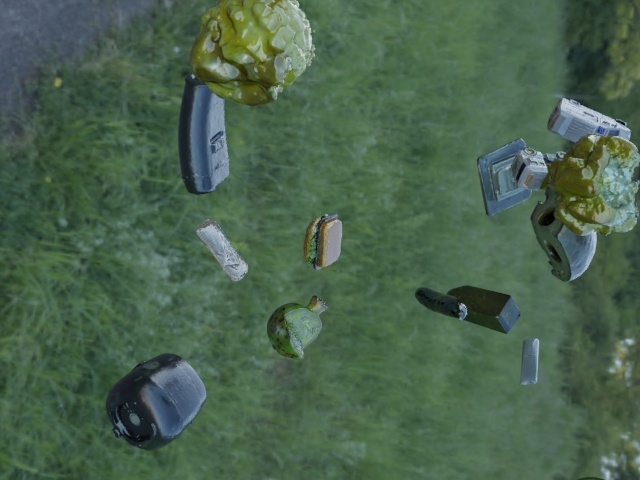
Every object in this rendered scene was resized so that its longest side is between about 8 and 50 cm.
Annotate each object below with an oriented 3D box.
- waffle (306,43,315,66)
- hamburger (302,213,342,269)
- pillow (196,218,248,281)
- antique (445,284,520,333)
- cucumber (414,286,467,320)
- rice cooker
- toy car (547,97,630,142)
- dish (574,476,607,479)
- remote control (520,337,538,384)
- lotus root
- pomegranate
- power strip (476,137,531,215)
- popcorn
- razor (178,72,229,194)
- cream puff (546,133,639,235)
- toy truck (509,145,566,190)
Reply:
[{"bbox_3d":[-0.106,-0.581,2.221,0.038,0.191,0.191,45,52,-61],"label":"waffle"},{"bbox_3d":[0.000,0.000,2.103,0.137,0.087,0.166,-23,124,-58],"label":"hamburger"},{"bbox_3d":[-0.303,0.030,2.188,0.211,0.034,0.135,53,21,-9],"label":"pillow"},{"bbox_3d":[0.448,0.189,2.005,0.081,0.221,0.080,-49,125,-21],"label":"antique"},{"bbox_3d":[0.291,0.151,1.700,0.284,0.056,0.056,-156,-107,-76],"label":"cucumber"},{"bbox_3d":[-0.492,0.482,2.088,0.224,0.267,0.267,-42,142,-55],"label":"rice cooker"},{"bbox_3d":[0.686,-0.281,1.798,0.089,0.209,0.108,-67,174,30],"label":"toy car"},{"bbox_3d":[0.845,0.887,2.113,0.324,0.124,0.324,-46,-149,38],"label":"dish"},{"bbox_3d":[0.652,0.373,2.199,0.027,0.050,0.184,61,32,-30],"label":"remote control"},{"bbox_3d":[0.699,-0.015,1.954,0.210,0.142,0.314,-54,133,-1],"label":"lotus root"},{"bbox_3d":[-0.066,0.211,1.776,0.143,0.122,0.169,42,65,-41],"label":"pomegranate"},{"bbox_3d":[0.589,-0.195,2.186,0.064,0.213,0.198,15,-55,58],"label":"power strip"},{"bbox_3d":[-0.125,-0.356,1.322,0.251,0.236,0.206,-99,165,-52],"label":"popcorn"},{"bbox_3d":[-0.319,-0.299,1.940,0.189,0.107,0.327,-54,154,-57],"label":"razor"},{"bbox_3d":[0.576,-0.120,1.521,0.195,0.194,0.221,-28,116,-80],"label":"cream puff"},{"bbox_3d":[0.669,-0.192,2.022,0.114,0.226,0.098,-93,-167,-46],"label":"toy truck"}]
